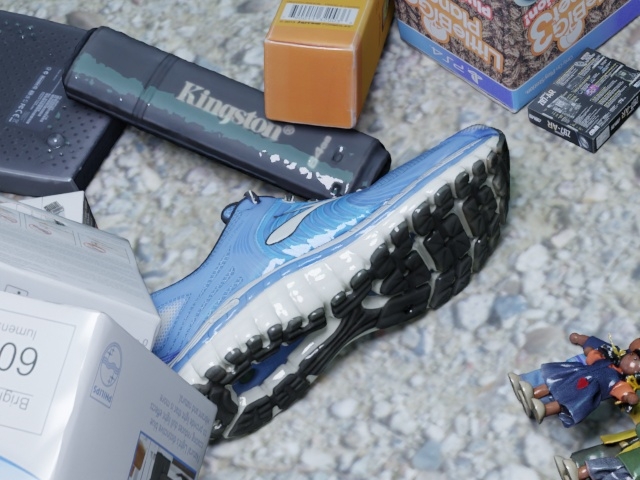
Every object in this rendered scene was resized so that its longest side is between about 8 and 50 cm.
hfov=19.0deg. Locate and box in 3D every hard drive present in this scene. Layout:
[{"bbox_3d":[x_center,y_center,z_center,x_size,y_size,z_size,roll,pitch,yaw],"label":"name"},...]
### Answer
[{"bbox_3d":[-0.282,-0.120,1.633,0.254,0.054,0.172,14,54,20],"label":"hard drive"}]

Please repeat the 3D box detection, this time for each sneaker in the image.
[{"bbox_3d":[0.000,0.000,1.426,0.330,0.130,0.147,-32,54,-15],"label":"sneaker"}]

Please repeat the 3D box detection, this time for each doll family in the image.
[{"bbox_3d":[0.206,0.117,1.321,0.111,0.076,0.193,-23,46,-2],"label":"doll family"}]

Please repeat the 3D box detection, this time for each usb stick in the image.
[{"bbox_3d":[-0.079,-0.098,1.545,0.278,0.045,0.077,24,56,13],"label":"usb stick"}]

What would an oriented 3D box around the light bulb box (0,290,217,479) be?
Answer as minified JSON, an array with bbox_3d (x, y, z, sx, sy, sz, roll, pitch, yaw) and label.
[{"bbox_3d":[-0.299,0.210,1.174,0.358,0.225,0.361,10,74,19],"label":"light bulb box"}]

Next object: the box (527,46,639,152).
[{"bbox_3d":[0.219,-0.115,1.550,0.067,0.018,0.083,29,61,31],"label":"box"}]

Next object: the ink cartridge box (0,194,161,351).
[{"bbox_3d":[-0.218,0.019,1.367,0.189,0.066,0.232,20,5,-15],"label":"ink cartridge box"}]

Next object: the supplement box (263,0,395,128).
[{"bbox_3d":[0.013,-0.184,1.571,0.080,0.078,0.233,7,35,11],"label":"supplement box"}]

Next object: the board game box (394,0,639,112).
[{"bbox_3d":[0.176,-0.294,1.531,0.232,0.291,0.141,-39,54,-20],"label":"board game box"}]

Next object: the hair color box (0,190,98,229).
[{"bbox_3d":[-0.263,0.022,1.511,0.167,0.053,0.093,-9,49,6],"label":"hair color box"}]
